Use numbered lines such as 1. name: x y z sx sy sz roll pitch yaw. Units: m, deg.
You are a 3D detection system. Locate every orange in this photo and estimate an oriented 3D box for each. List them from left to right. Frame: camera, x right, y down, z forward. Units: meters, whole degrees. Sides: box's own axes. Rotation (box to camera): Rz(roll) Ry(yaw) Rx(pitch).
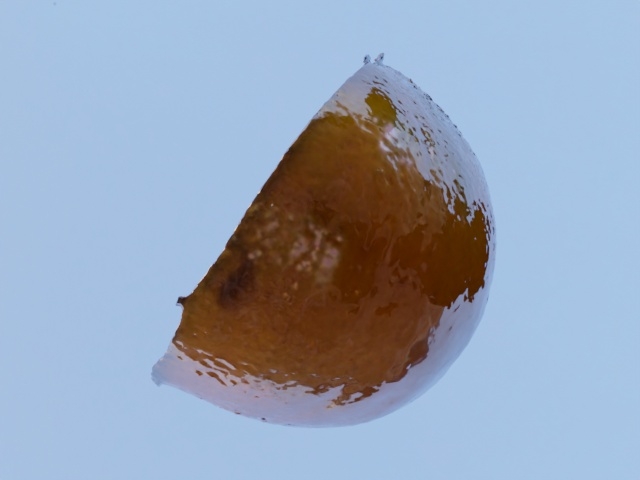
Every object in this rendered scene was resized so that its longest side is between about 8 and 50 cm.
1. orange: 0.000 0.004 1.017 0.310 0.274 0.274 25 -85 -54
